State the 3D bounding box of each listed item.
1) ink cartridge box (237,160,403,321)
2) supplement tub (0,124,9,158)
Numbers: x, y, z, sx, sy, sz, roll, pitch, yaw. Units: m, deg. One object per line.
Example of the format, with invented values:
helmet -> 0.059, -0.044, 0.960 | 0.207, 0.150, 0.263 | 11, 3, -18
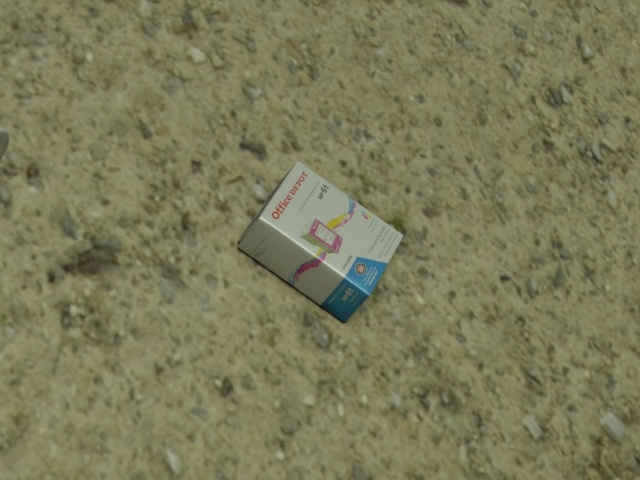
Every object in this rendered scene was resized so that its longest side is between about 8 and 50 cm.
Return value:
ink cartridge box -> 0.000, 0.000, 1.468 | 0.122, 0.052, 0.088 | 34, 47, -3
supplement tub -> -0.356, -0.112, 1.272 | 0.200, 0.144, 0.144 | 44, 47, 5
